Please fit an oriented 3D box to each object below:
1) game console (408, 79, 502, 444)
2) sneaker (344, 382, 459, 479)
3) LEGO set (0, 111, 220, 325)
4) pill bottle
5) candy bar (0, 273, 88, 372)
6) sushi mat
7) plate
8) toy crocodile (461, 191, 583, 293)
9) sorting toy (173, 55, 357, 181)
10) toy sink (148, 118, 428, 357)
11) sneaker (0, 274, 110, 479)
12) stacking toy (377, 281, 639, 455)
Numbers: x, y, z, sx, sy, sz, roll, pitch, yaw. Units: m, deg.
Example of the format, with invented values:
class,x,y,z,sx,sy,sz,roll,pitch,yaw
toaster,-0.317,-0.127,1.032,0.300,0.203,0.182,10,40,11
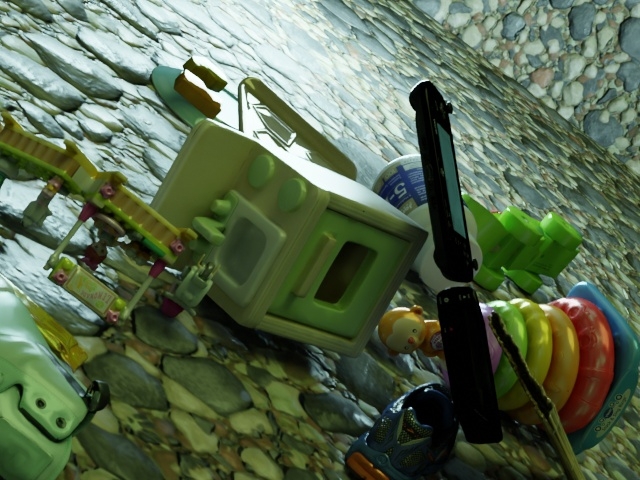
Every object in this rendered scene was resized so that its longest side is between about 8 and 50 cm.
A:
class,x,y,z,sx,sy,sz,roll,pitch,yaw
game console,0.131,0.017,1.370,0.213,0.044,0.361,51,30,-76
sneaker,0.101,0.179,1.355,0.083,0.087,0.221,42,19,5
LEGO set,-0.228,-0.016,1.231,0.287,0.107,0.132,34,-15,-2
pill bottle,0.142,-0.021,1.845,0.112,0.112,0.186,27,22,-31
candy bar,-0.250,0.046,1.116,0.161,0.018,0.040,39,16,1
sushi mat,0.246,0.212,1.439,0.316,0.019,0.151,59,4,-44
plate,-0.134,-0.169,1.806,0.188,0.024,0.188,35,20,-15
toy crocodile,0.283,0.001,2.047,0.105,0.115,0.340,49,21,27
sorting toy,-0.064,-0.120,1.760,0.307,0.041,0.229,40,22,-21
toy sink,-0.035,0.003,1.363,0.234,0.152,0.131,22,11,-43
sneaker,-0.235,0.104,0.901,0.151,0.094,0.256,46,21,10
stacking toy,0.197,0.124,1.600,0.302,0.175,0.165,15,26,-28
